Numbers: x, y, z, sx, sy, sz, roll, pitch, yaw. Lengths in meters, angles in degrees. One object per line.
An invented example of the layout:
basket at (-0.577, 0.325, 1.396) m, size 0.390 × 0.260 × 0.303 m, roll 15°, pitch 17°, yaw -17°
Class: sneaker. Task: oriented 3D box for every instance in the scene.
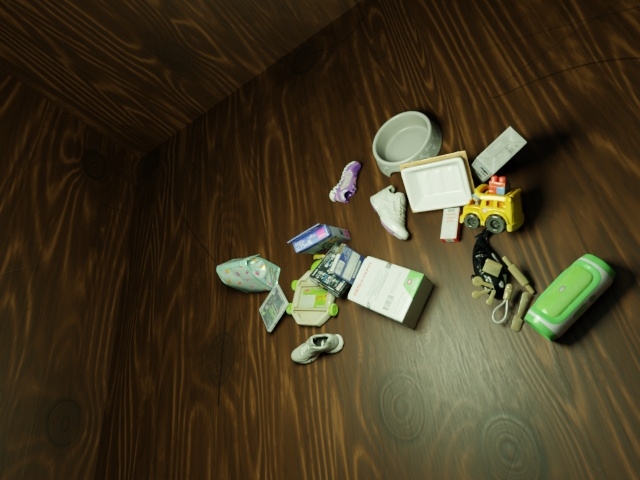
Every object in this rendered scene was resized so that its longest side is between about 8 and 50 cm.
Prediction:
sneaker at (-0.036, 0.464, 1.974) m, size 0.262 × 0.121 × 0.099 m, roll -28°, pitch 51°, yaw 22°
sneaker at (0.335, -0.135, 2.032) m, size 0.152 × 0.114 × 0.305 m, roll -38°, pitch 49°, yaw 16°
sneaker at (0.149, -0.289, 2.285) m, size 0.104 × 0.095 × 0.237 m, roll 31°, pitch 91°, yaw 37°

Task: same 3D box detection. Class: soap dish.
soap dish at (0.505, -0.251, 1.902) m, size 0.290 × 0.229 × 0.118 m, roll -7°, pitch 23°, yaw 36°

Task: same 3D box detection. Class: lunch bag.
lunch bag at (-0.374, 0.164, 2.303) m, size 0.223 × 0.262 × 0.160 m, roll -11°, pitch 60°, yaw 34°

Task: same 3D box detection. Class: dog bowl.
dog bowl at (0.410, -0.475, 2.178) m, size 0.348 × 0.102 × 0.349 m, roll -18°, pitch 55°, yaw 28°

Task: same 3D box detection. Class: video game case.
video game case at (-0.233, 0.330, 2.217) m, size 0.173 × 0.022 × 0.190 m, roll -57°, pitch 32°, yaw 11°

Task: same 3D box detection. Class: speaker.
speaker at (0.821, 0.188, 1.476) m, size 0.297 × 0.131 × 0.131 m, roll -48°, pitch 47°, yaw 5°

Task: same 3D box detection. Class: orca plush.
orca plush at (0.635, 0.073, 1.696) m, size 0.151 × 0.102 × 0.288 m, roll -7°, pitch 61°, yaw 34°

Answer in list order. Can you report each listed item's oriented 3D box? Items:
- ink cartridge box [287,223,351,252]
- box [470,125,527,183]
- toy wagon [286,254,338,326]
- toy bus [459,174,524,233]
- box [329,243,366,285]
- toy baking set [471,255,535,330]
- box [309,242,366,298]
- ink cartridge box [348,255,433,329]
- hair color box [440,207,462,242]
ink cartridge box at (0.000, 0.000, 2.083) m, size 0.185 × 0.311 × 0.065 m, roll -29°, pitch 72°, yaw 22°
box at (0.686, -0.326, 1.758) m, size 0.169 × 0.290 × 0.087 m, roll -45°, pitch 81°, yaw 10°
toy wagon at (-0.020, 0.235, 2.129) m, size 0.267 × 0.068 × 0.345 m, roll -5°, pitch 62°, yaw 35°
toy bus at (0.653, -0.151, 1.711) m, size 0.220 × 0.212 × 0.149 m, roll 12°, pitch 33°, yaw 43°
box at (0.147, 0.125, 1.962) m, size 0.036 × 0.225 × 0.137 m, roll 8°, pitch 70°, yaw 55°
toy baking set at (0.662, 0.187, 1.612) m, size 0.196 × 0.030 × 0.256 m, roll -41°, pitch 79°, yaw 0°
box at (0.082, 0.133, 2.046) m, size 0.175 × 0.051 × 0.220 m, roll 28°, pitch 65°, yaw 28°
ink cartridge box at (0.289, 0.212, 1.868) m, size 0.289 × 0.121 × 0.211 m, roll 19°, pitch 78°, yaw 42°
hair color box at (0.550, -0.064, 1.879) m, size 0.071 × 0.043 × 0.141 m, roll -3°, pitch 65°, yaw 37°
